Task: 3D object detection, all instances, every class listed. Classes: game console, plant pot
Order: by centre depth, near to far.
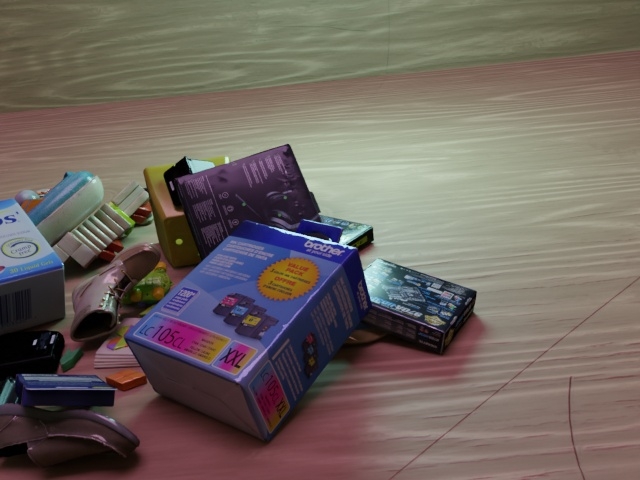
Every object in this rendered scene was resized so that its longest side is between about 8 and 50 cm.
[{"bbox_3d":[-0.592,0.267,1.335,0.213,0.043,0.361,-10,24,-5],"label":"game console"},{"bbox_3d":[-0.294,-0.132,1.747,0.107,0.071,0.122,-36,49,9],"label":"game console"},{"bbox_3d":[-0.301,-0.056,1.809,0.212,0.212,0.187,-9,35,-8],"label":"plant pot"}]

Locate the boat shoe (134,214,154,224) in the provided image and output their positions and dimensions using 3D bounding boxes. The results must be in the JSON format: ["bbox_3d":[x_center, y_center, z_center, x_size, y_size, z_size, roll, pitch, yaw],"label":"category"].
[{"bbox_3d":[-0.532,-0.074,2.071,0.152,0.049,0.056,0,25,15],"label":"boat shoe"}]

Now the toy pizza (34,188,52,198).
[{"bbox_3d":[-0.840,-0.125,2.277,0.201,0.032,0.201,-5,24,2],"label":"toy pizza"}]

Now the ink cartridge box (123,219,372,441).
[{"bbox_3d":[-0.097,0.118,1.306,0.270,0.151,0.395,14,44,34],"label":"ink cartridge box"}]

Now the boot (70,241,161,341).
[{"bbox_3d":[-0.408,0.103,1.498,0.213,0.077,0.165,-34,28,4],"label":"boot"}]

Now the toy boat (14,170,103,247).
[{"bbox_3d":[-0.689,-0.077,1.886,0.267,0.148,0.318,-47,18,-24],"label":"toy boat"}]

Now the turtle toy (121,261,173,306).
[{"bbox_3d":[-0.379,0.104,1.616,0.130,0.066,0.095,-7,47,2],"label":"turtle toy"}]

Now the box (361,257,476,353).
[{"bbox_3d":[0.166,0.117,1.432,0.220,0.051,0.175,18,30,23],"label":"box"}]

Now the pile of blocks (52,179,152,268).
[{"bbox_3d":[-0.540,-0.008,1.893,0.149,0.113,0.362,-45,5,42],"label":"pile of blocks"}]

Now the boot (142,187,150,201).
[{"bbox_3d":[-0.387,-0.154,2.191,0.247,0.083,0.161,-3,24,28],"label":"boot"}]

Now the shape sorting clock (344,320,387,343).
[{"bbox_3d":[0.050,0.141,1.466,0.206,0.040,0.206,5,27,-3],"label":"shape sorting clock"}]

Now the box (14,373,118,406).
[{"bbox_3d":[-0.413,0.242,1.207,0.137,0.036,0.225,6,-7,-24],"label":"box"}]

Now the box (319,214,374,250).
[{"bbox_3d":[0.000,0.000,1.790,0.191,0.045,0.184,14,29,38],"label":"box"}]

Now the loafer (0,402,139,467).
[{"bbox_3d":[-0.397,0.313,1.155,0.251,0.094,0.087,1,56,19],"label":"loafer"}]

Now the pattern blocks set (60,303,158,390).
[{"bbox_3d":[-0.333,0.195,1.454,0.325,0.026,0.285,-7,24,-2],"label":"pattern blocks set"}]

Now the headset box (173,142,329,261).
[{"bbox_3d":[-0.139,-0.047,1.621,0.283,0.246,0.131,-20,-18,-10],"label":"headset box"}]

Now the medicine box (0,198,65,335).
[{"bbox_3d":[-0.717,0.064,1.569,0.264,0.149,0.289,-17,43,-37],"label":"medicine box"}]
